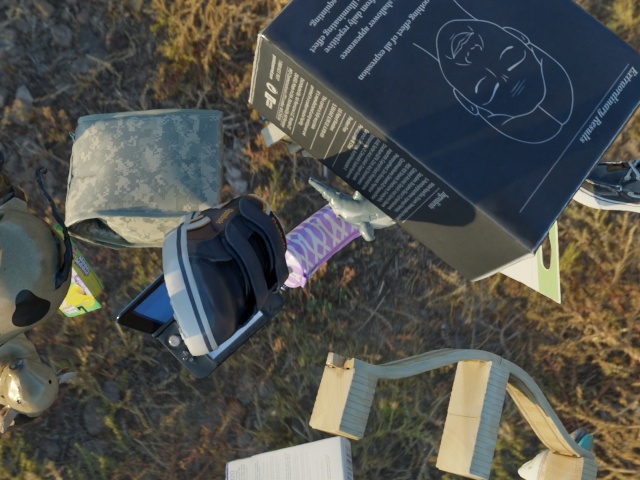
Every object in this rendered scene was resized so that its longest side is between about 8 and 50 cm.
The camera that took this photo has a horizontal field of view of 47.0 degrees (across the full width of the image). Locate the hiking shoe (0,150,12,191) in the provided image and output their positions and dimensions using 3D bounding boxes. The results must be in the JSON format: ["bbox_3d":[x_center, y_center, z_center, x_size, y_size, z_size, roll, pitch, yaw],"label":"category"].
[{"bbox_3d":[-0.623,-0.121,1.358,0.114,0.227,0.086,-13,81,8],"label":"hiking shoe"}]

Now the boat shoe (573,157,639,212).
[{"bbox_3d":[0.601,-0.109,1.380,0.301,0.102,0.108,19,56,14],"label":"boat shoe"}]

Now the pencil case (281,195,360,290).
[{"bbox_3d":[0.000,0.000,1.272,0.088,0.086,0.206,26,48,27],"label":"pencil case"}]

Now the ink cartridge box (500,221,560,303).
[{"bbox_3d":[0.336,-0.015,1.192,0.056,0.235,0.171,-13,107,-16],"label":"ink cartridge box"}]

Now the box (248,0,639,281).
[{"bbox_3d":[0.155,-0.192,0.934,0.395,0.212,0.293,39,75,2],"label":"box"}]

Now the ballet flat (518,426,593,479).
[{"bbox_3d":[0.417,0.482,1.383,0.106,0.108,0.316,21,102,42],"label":"ballet flat"}]

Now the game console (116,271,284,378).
[{"bbox_3d":[-0.266,0.160,1.685,0.293,0.173,0.250,-42,94,4],"label":"game console"}]

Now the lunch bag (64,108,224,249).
[{"bbox_3d":[-0.328,-0.113,1.380,0.287,0.169,0.235,1,66,-7],"label":"lunch bag"}]

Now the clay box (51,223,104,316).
[{"bbox_3d":[-0.620,0.076,1.773,0.127,0.222,0.053,-16,25,28],"label":"clay box"}]

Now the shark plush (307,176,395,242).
[{"bbox_3d":[0.057,-0.069,1.236,0.161,0.067,0.073,34,35,6],"label":"shark plush"}]

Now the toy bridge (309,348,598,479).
[{"bbox_3d":[0.078,0.089,0.377,0.188,0.026,0.063,27,71,-29],"label":"toy bridge"}]

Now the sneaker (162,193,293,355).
[{"bbox_3d":[-0.101,0.019,0.849,0.127,0.321,0.126,-16,110,0],"label":"sneaker"}]

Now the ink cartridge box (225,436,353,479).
[{"bbox_3d":[-0.049,0.452,1.206,0.224,0.045,0.223,-17,53,17],"label":"ink cartridge box"}]

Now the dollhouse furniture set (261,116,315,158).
[{"bbox_3d":[-0.024,-0.253,1.424,0.129,0.184,0.129,-31,71,27],"label":"dollhouse furniture set"}]

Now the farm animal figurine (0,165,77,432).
[{"bbox_3d":[-0.311,0.087,0.600,0.327,0.330,0.172,-44,66,19],"label":"farm animal figurine"}]
